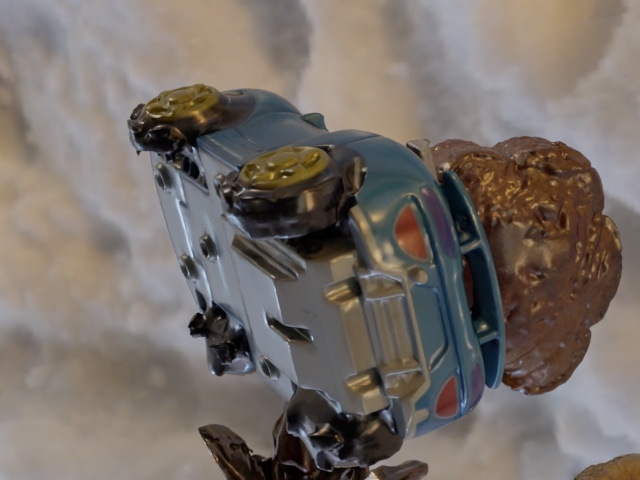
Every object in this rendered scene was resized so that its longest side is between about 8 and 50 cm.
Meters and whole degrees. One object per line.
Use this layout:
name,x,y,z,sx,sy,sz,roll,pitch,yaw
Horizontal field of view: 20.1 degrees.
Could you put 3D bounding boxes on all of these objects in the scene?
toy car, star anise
toy car,0.000,0.000,1.121,0.314,0.166,0.198,33,140,60
star anise,-0.019,0.274,1.797,0.283,0.129,0.212,35,113,-14

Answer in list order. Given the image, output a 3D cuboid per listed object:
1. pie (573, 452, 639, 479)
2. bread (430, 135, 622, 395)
pie,0.232,0.258,1.352,0.046,0.195,0.195,-3,96,54
bread,0.156,0.014,1.687,0.135,0.232,0.246,-127,47,-63
